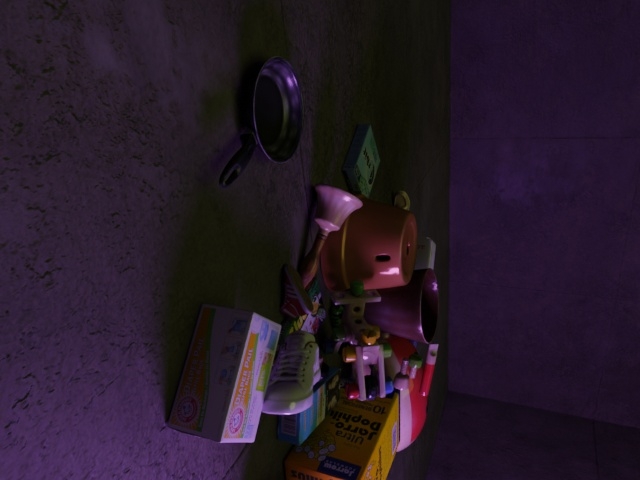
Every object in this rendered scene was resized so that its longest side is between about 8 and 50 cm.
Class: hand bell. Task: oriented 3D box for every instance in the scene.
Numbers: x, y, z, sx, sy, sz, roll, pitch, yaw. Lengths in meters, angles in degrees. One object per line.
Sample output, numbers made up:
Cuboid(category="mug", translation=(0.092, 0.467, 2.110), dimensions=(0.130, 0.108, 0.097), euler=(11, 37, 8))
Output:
Cuboid(category="hand bell", translation=(0.000, 0.000, 1.150), dimensions=(0.242, 0.126, 0.126), euler=(-68, 154, -8))

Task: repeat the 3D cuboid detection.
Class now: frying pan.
Cuboid(category="frying pan", translation=(-0.103, -0.192, 0.904), dimensions=(0.197, 0.053, 0.326), euler=(54, 48, -57))

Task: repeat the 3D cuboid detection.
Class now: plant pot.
Cuboid(category="plant pot", translation=(0.214, 0.187, 1.438), dimensions=(0.215, 0.230, 0.215), euler=(-1, 91, -63))
Cuboid(category="plant pot", translation=(0.149, 0.014, 1.334), dimensions=(0.291, 0.203, 0.291), euler=(5, 90, -67))

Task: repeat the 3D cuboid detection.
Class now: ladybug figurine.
Cuboid(category="ladybug figurine", translation=(0.242, 0.471, 1.555), dimensions=(0.305, 0.161, 0.449), euler=(-121, -161, -60))

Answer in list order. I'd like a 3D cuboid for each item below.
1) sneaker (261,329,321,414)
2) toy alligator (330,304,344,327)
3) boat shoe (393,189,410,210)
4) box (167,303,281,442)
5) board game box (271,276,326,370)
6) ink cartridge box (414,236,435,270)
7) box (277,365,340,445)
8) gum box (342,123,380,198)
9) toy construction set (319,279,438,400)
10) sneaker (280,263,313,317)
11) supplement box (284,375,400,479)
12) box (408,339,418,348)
Cuboid(category="sneaker", translation=(-0.061, 0.248, 0.949), dimensions=(0.290, 0.105, 0.123), euler=(-13, 101, -83))
Cuboid(category="toy alligator", translation=(0.058, 0.236, 1.369), dimensions=(0.051, 0.056, 0.190), euler=(-21, 128, -16))
Cuboid(category="boat shoe", translation=(0.312, -0.113, 1.858), dimensions=(0.059, 0.063, 0.170), euler=(-68, 153, -46))
Cuboid(category="box", translation=(-0.154, 0.221, 0.802), dimensions=(0.114, 0.103, 0.203), euler=(45, 54, -61))
Cuboid(category="board game box", translation=(-0.053, 0.221, 1.130), dimensions=(0.260, 0.030, 0.136), euler=(-61, 145, -44))
Cuboid(category="ink cartridge box", translation=(0.270, 0.131, 1.628), dimensions=(0.117, 0.207, 0.283), euler=(29, 69, -66))
Cuboid(category="box", translation=(-0.022, 0.400, 1.195), dimensions=(0.244, 0.060, 0.101), euler=(-15, 108, -65))
Cuboid(category="gum box", translation=(0.125, -0.224, 1.433), dimensions=(0.157, 0.041, 0.184), euler=(64, 39, -50))
Cuboid(category="toy construction set", translation=(0.132, 0.237, 1.182), dimensions=(0.257, 0.308, 0.237), euler=(-59, 159, -72))
Cuboid(category="sneaker", translation=(-0.068, 0.116, 1.071), dimensions=(0.042, 0.067, 0.118), euler=(-13, 77, -63))
Cuboid(category="supplement box", translation=(0.075, 0.556, 1.281), dimensions=(0.356, 0.194, 0.195), euler=(-41, 132, -58))
Cuboid(category="box", translation=(0.324, 0.357, 1.924), dimensions=(0.207, 0.108, 0.153), euler=(72, 33, -43))
